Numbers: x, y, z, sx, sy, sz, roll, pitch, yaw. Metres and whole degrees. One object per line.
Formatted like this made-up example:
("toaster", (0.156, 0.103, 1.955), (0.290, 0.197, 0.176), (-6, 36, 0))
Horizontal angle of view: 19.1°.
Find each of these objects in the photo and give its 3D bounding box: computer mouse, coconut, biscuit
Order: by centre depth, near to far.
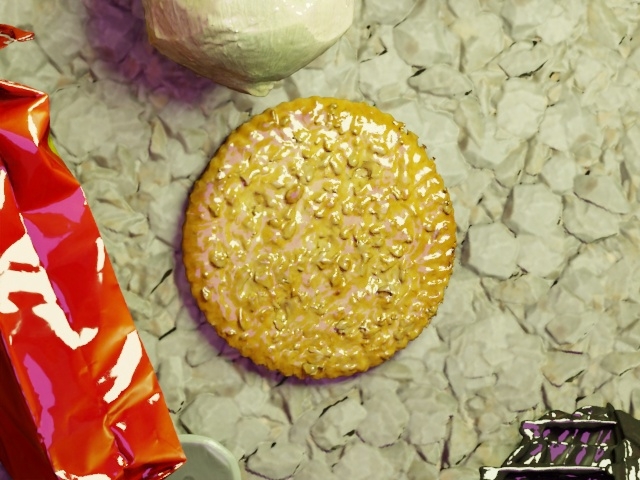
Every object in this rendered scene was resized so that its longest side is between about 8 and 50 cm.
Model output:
("coconut", (-0.061, -0.214, 1.584), (0.194, 0.194, 0.194), (-1, 96, -8))
("computer mouse", (-0.114, 0.248, 1.685), (0.089, 0.056, 0.182), (6, 107, 5))
("biscuit", (0.000, 0.000, 1.685), (0.253, 0.035, 0.254), (-1, 97, -7))

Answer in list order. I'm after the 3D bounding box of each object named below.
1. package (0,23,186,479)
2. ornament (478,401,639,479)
("package", (-0.245, 0.034, 1.570), (0.123, 0.196, 0.424), (-22, 100, -25))
("ornament", (0.234, 0.257, 1.685), (0.260, 0.106, 0.251), (4, 66, -1))
